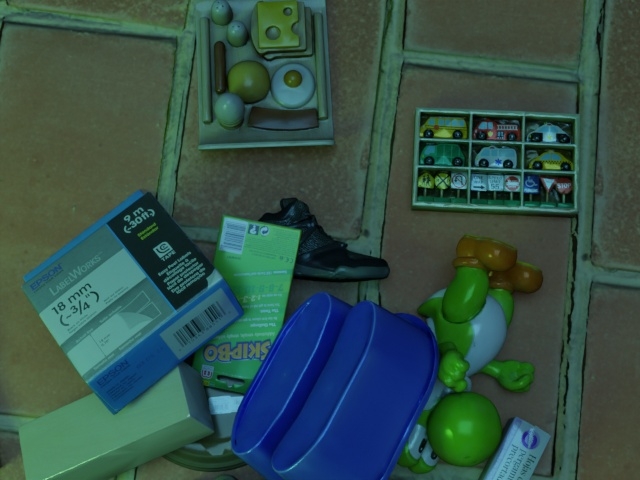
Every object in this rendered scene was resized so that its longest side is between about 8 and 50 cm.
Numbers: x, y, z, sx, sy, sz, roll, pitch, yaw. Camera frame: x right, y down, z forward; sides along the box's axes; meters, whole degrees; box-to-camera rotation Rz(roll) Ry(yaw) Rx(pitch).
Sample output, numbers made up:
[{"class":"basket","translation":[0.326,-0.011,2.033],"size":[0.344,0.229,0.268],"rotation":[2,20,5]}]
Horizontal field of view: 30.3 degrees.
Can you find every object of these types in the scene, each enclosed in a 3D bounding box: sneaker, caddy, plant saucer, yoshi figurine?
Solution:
[{"class":"sneaker","translation":[0.000,0.000,1.844],"size":[0.227,0.087,0.130],"rotation":[8,84,7]},{"class":"caddy","translation":[0.031,0.239,1.710],"size":[0.179,0.241,0.341],"rotation":[38,74,-30]},{"class":"plant saucer","translation":[-0.165,0.216,1.821],"size":[0.278,0.041,0.278],"rotation":[0,78,-1]},{"class":"yoshi figurine","translation":[0.233,0.186,1.755],"size":[0.203,0.203,0.362],"rotation":[23,81,-2]}]

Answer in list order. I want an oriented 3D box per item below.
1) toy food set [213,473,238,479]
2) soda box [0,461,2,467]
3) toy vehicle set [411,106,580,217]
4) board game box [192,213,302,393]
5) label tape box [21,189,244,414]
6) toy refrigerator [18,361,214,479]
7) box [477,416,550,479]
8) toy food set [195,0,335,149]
[{"class":"toy food set","translation":[-0.104,0.418,1.742],"size":[0.232,0.104,0.111],"rotation":[42,81,8]},{"class":"soda box","translation":[-0.550,0.272,1.796],"size":[0.063,0.058,0.183],"rotation":[-24,78,-5]},{"class":"toy vehicle set","translation":[0.281,-0.125,1.899],"size":[0.267,0.035,0.166],"rotation":[2,78,0]},{"class":"board game box","translation":[-0.113,0.099,1.788],"size":[0.124,0.039,0.259],"rotation":[11,87,2]},{"class":"label tape box","translation":[-0.305,0.056,1.748],"size":[0.240,0.106,0.333],"rotation":[-38,53,-9]},{"class":"toy refrigerator","translation":[-0.299,0.280,1.739],"size":[0.269,0.094,0.102],"rotation":[-25,58,10]},{"class":"box","translation":[0.242,0.420,1.764],"size":[0.063,0.067,0.324],"rotation":[28,78,4]},{"class":"toy food set","translation":[-0.094,-0.292,1.905],"size":[0.220,0.092,0.306],"rotation":[-3,78,-1]}]
